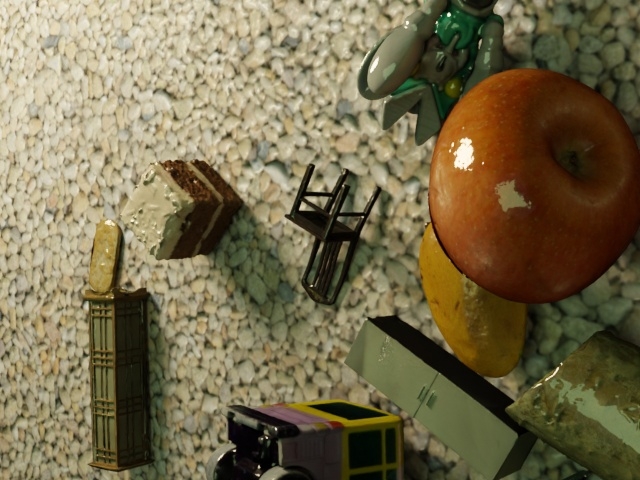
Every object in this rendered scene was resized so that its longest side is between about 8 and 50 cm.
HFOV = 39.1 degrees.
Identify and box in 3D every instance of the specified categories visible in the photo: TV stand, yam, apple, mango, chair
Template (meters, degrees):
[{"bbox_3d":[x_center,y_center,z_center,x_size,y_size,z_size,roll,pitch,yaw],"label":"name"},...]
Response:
[{"bbox_3d":[0.164,0.207,1.230,0.269,0.088,0.082,35,111,31],"label":"TV stand"},{"bbox_3d":[0.371,0.216,1.024,0.304,0.168,0.168,33,110,32],"label":"yam"},{"bbox_3d":[0.253,-0.066,1.052,0.252,0.206,0.271,19,66,2],"label":"apple"},{"bbox_3d":[0.207,0.068,1.180,0.147,0.109,0.227,-24,78,31],"label":"mango"},{"bbox_3d":[0.000,0.000,1.343,0.084,0.101,0.212,33,109,32],"label":"chair"}]

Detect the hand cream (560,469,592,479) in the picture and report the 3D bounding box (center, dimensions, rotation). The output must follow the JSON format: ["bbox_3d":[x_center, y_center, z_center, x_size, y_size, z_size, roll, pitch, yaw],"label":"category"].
[{"bbox_3d":[0.356,0.407,1.099,0.052,0.075,0.247,-29,77,29],"label":"hand cream"}]

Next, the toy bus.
[{"bbox_3d":[-0.009,0.456,1.263,0.209,0.249,0.439,-3,87,62],"label":"toy bus"}]

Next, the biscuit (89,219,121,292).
[{"bbox_3d":[-0.410,0.032,1.712,0.071,0.018,0.147,15,99,34],"label":"biscuit"}]

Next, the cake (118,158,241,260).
[{"bbox_3d":[-0.236,-0.053,1.495,0.134,0.147,0.135,46,118,28],"label":"cake"}]

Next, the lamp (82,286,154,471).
[{"bbox_3d":[-0.368,0.249,1.639,0.090,0.089,0.325,-3,90,38],"label":"lamp"}]

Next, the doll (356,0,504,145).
[{"bbox_3d":[0.147,-0.243,1.181,0.195,0.153,0.258,2,116,9],"label":"doll"}]
